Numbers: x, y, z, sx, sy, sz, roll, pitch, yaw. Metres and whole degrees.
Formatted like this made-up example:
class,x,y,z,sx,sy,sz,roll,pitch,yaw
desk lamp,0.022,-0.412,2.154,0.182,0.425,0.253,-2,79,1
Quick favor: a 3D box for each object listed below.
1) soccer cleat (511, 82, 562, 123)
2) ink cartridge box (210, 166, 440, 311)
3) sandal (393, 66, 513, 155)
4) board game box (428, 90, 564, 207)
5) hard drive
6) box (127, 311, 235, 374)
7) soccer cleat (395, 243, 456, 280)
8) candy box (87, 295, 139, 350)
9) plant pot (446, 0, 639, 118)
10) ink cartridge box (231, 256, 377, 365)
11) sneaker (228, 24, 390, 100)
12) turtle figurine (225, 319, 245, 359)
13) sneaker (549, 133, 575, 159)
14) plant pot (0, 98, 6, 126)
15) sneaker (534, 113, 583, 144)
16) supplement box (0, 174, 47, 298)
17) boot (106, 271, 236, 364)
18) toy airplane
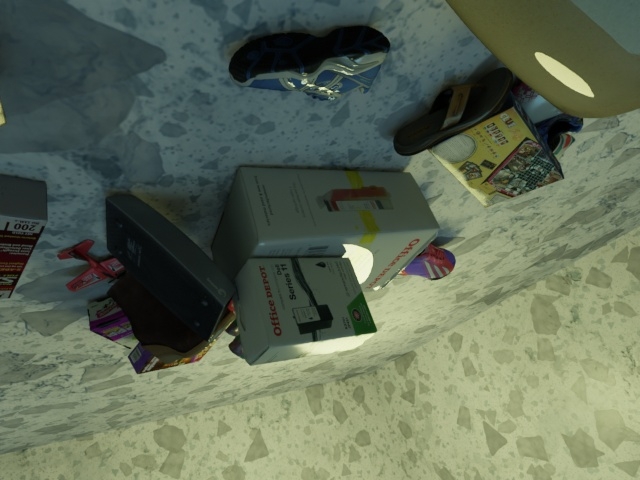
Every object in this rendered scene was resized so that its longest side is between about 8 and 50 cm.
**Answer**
class,x,y,z,sx,sy,sz,roll,pitch,yaw
soccer cleat,0.476,-0.280,0.689,0.331,0.143,0.116,-35,150,27
ink cartridge box,0.000,0.000,0.860,0.384,0.161,0.279,-3,149,-28
sandal,0.214,-0.223,0.706,0.219,0.090,0.060,-25,132,24
board game box,0.341,-0.162,0.810,0.165,0.042,0.243,-22,141,39
hard drive,-0.255,0.046,0.706,0.054,0.254,0.172,-44,172,-40
box,-0.295,0.194,1.012,0.293,0.057,0.200,-49,156,15
soccer cleat,0.306,0.048,1.235,0.317,0.109,0.116,2,142,-33
candy box,-0.426,0.192,1.020,0.159,0.071,0.233,-20,153,-6
plant pot,0.241,-0.297,0.428,0.273,0.257,0.256,14,141,-22
ink cartridge box,-0.030,0.112,0.700,0.208,0.153,0.087,0,147,-34
sneaker,-0.012,-0.215,0.540,0.210,0.080,0.081,-11,149,-15
turtle figurine,-0.132,0.162,1.005,0.234,0.175,0.118,-45,108,6
sneaker,0.534,-0.190,0.994,0.075,0.057,0.161,-4,147,-19
plant pot,-0.364,-0.156,0.390,0.096,0.109,0.109,-18,157,-35
sneaker,0.409,-0.212,0.830,0.221,0.087,0.083,-28,152,18
supplement box,-0.504,0.001,0.610,0.130,0.073,0.239,8,143,-44
boot,-0.305,0.134,0.830,0.248,0.207,0.090,-31,-171,30
toy airplane,-0.429,0.045,0.792,0.151,0.028,0.151,-21,152,-12
